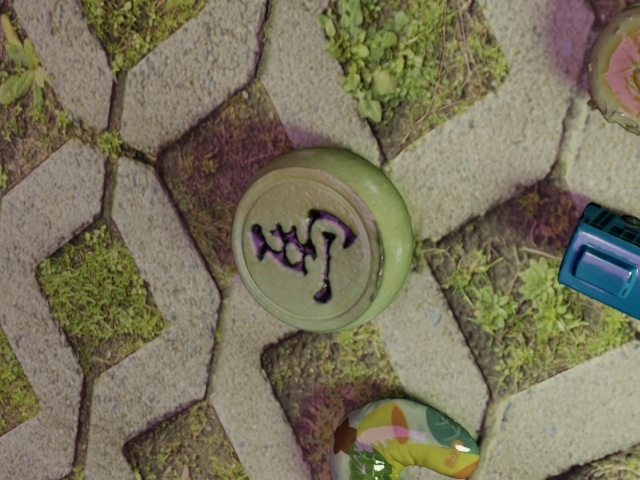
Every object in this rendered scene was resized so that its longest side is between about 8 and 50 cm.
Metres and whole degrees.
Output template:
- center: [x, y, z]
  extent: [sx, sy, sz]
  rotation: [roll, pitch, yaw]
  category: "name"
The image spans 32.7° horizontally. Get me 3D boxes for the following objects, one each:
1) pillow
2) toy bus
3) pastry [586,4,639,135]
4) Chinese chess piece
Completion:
- center: [0.116, 0.325, 1.505]
  extent: [0.214, 0.086, 0.233]
  rotation: [6, 106, 16]
  category: "pillow"
- center: [0.368, 0.036, 1.253]
  extent: [0.185, 0.106, 0.090]
  rotation: [26, 119, 20]
  category: "toy bus"
- center: [0.372, -0.185, 1.192]
  extent: [0.166, 0.088, 0.166]
  rotation: [11, 112, 29]
  category: "pastry"
- center: [0.000, 0.000, 1.449]
  extent: [0.250, 0.101, 0.250]
  rotation: [9, 109, 25]
  category: "Chinese chess piece"
